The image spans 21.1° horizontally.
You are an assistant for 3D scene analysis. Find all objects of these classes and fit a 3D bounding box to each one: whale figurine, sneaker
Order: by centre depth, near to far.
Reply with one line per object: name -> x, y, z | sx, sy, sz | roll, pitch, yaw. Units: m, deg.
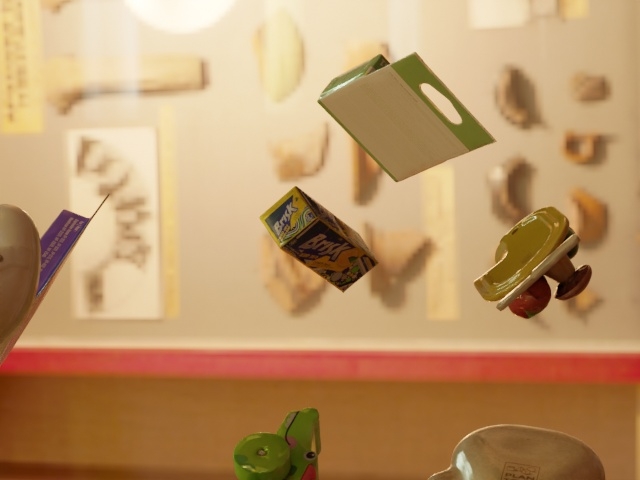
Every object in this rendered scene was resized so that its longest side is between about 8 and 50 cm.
sneaker -> -0.367, 0.066, 1.713 | 0.123, 0.105, 0.290 | 72, -148, -53
whale figurine -> 0.216, 0.310, 1.883 | 0.272, 0.216, 0.141 | -59, -26, -65

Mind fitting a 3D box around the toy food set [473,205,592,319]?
toy food set -> 0.242, 0.038, 1.888 | 0.071, 0.128, 0.218 | 44, -174, -10

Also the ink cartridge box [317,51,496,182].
ink cartridge box -> 0.123, -0.177, 2.328 | 0.171, 0.235, 0.056 | 45, -124, -16

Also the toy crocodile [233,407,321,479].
toy crocodile -> -0.067, 0.308, 1.847 | 0.340, 0.105, 0.115 | -53, -30, -49

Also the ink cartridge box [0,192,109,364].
ink cartridge box -> -0.335, 0.054, 1.982 | 0.208, 0.045, 0.206 | -53, 7, 32

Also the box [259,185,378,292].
box -> 0.000, 0.000, 1.983 | 0.054, 0.059, 0.169 | 55, -170, 31
